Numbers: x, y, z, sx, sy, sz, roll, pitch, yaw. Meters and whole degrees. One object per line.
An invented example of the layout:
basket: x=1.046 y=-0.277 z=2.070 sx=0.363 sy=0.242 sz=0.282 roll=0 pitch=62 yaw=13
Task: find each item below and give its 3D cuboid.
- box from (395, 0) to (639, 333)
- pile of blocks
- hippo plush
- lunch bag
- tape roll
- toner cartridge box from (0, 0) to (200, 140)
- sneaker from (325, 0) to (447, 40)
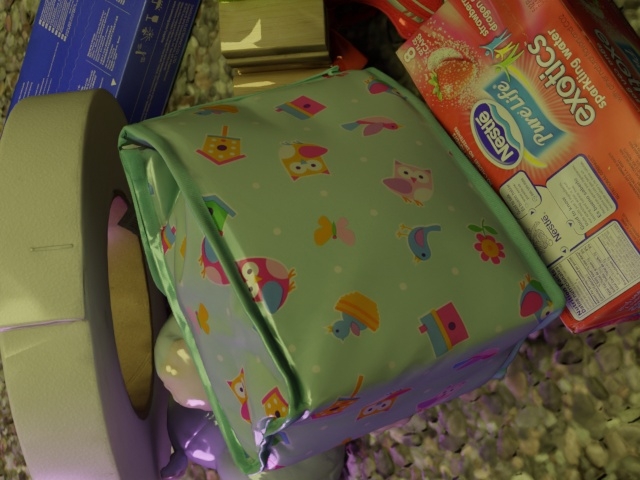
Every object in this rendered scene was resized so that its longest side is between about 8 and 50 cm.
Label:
box: x=0.186 y=-0.076 z=0.756 sx=0.128 sy=0.123 sz=0.256 roll=-42 pitch=67 yaw=32
pile of blocks: x=-0.017 y=-0.180 z=0.867 sx=0.113 sy=0.362 sz=0.148 roll=-3 pitch=50 yaw=6
hippo plush: x=-0.074 y=0.132 z=0.904 sx=0.294 sy=0.234 sz=0.236 roll=29 pitch=123 yaw=14
lunch bag: x=0.000 y=0.000 z=0.741 sx=0.262 sy=0.223 sz=0.160 roll=61 pitch=153 yaw=22
tape roll: x=-0.199 y=0.060 z=0.931 sx=0.072 sy=0.392 sz=0.391 roll=-6 pitch=88 yaw=0
toner cartridge box: x=-0.236 y=-0.194 z=1.120 sx=0.165 sy=0.075 sz=0.347 roll=35 pitch=113 yaw=33
sneaker: x=0.008 y=-0.246 z=0.910 sx=0.279 sy=0.107 sz=0.118 roll=35 pitch=126 yaw=36
